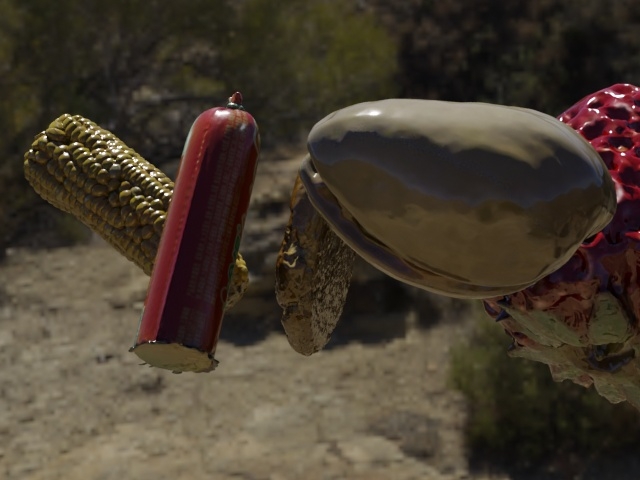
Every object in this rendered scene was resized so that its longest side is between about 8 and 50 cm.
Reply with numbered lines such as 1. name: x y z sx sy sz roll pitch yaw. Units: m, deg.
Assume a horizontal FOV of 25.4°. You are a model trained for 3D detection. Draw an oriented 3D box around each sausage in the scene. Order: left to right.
1. sausage: -0.103 -0.016 1.254 0.083 0.264 0.083 10 -22 4

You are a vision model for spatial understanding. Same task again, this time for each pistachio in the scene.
1. pistachio: 0.079 -0.029 0.821 0.184 0.124 0.124 18 15 -4

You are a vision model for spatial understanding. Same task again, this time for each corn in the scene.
1. corn: -0.186 -0.028 1.470 0.313 0.102 0.102 35 32 25

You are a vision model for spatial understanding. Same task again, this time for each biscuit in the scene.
1. biscuit: 0.000 0.000 1.308 0.042 0.226 0.226 11 17 11

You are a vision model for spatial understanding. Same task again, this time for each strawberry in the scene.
1. strawberry: 0.337 -0.015 1.542 0.317 0.345 0.295 31 -23 -13
